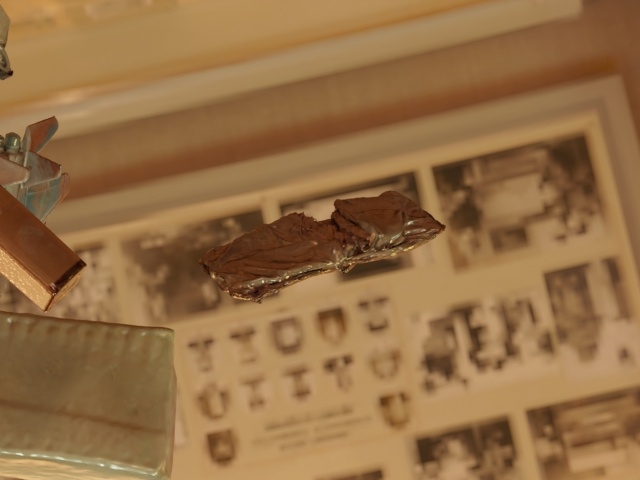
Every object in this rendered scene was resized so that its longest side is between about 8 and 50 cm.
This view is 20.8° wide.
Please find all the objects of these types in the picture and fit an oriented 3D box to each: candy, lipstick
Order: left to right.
[{"bbox_3d":[-0.260,-0.009,1.424,0.045,0.145,0.045,-47,178,-33],"label":"lipstick"},{"bbox_3d":[-0.362,0.212,2.279,0.358,0.208,0.145,6,155,-2],"label":"candy"}]

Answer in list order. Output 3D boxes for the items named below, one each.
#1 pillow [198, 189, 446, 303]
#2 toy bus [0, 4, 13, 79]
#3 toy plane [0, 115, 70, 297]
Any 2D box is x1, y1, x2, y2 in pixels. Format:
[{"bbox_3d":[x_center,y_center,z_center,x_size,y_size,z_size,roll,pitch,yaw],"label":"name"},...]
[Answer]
[{"bbox_3d":[0.000,0.000,1.845,0.248,0.049,0.135,-19,-154,-13],"label":"pillow"},{"bbox_3d":[-0.372,-0.154,1.612,0.097,0.138,0.342,-24,-150,14],"label":"toy bus"},{"bbox_3d":[-0.388,0.012,1.993,0.223,0.104,0.326,-11,129,-55],"label":"toy plane"}]
